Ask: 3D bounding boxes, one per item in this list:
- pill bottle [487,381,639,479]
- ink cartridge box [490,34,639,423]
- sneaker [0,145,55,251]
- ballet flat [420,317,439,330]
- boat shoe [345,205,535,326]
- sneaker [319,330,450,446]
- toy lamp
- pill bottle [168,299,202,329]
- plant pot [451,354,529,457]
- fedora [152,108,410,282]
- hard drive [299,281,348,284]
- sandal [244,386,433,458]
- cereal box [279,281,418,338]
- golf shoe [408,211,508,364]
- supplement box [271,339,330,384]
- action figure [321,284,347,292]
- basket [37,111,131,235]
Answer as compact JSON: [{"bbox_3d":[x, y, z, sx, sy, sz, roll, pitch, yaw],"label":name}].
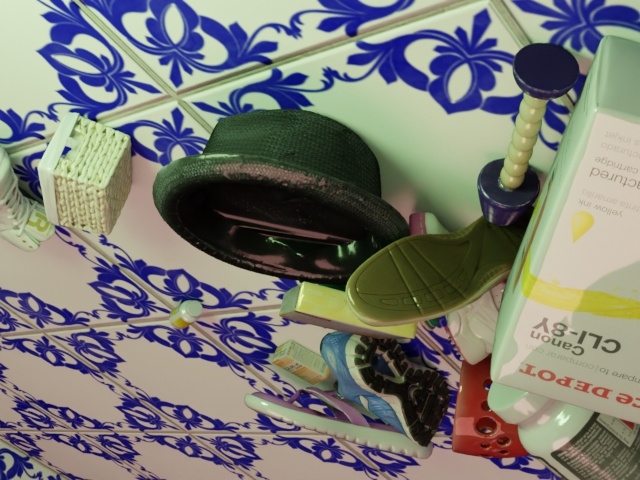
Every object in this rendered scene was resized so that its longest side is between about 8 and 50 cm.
[{"bbox_3d":[0.384,0.272,1.424,0.278,0.162,0.162,40,147,-9],"label":"pill bottle"},{"bbox_3d":[0.369,0.015,1.071,0.279,0.160,0.384,16,131,6],"label":"ink cartridge box"},{"bbox_3d":[-0.510,-0.068,1.670,0.169,0.108,0.292,29,159,-17],"label":"sneaker"},{"bbox_3d":[0.124,0.057,1.469,0.052,0.057,0.168,-14,105,35],"label":"ballet flat"},{"bbox_3d":[0.158,0.044,1.265,0.109,0.302,0.098,56,151,19],"label":"boat shoe"},{"bbox_3d":[0.115,0.255,1.804,0.147,0.129,0.330,9,148,47],"label":"sneaker"},{"bbox_3d":[0.231,-0.110,1.154,0.080,0.080,0.274,16,147,8],"label":"toy lamp"},{"bbox_3d":[-0.254,0.139,1.895,0.043,0.043,0.083,31,149,-18],"label":"pill bottle"},{"bbox_3d":[0.306,0.259,1.599,0.174,0.191,0.191,10,149,10],"label":"plant pot"},{"bbox_3d":[-0.042,-0.072,1.301,0.334,0.152,0.334,9,152,5],"label":"fedora"},{"bbox_3d":[0.000,0.000,1.459,0.094,0.022,0.135,1,112,29],"label":"hard drive"},{"bbox_3d":[0.039,0.345,2.007,0.416,0.102,0.169,20,168,-23],"label":"sandal"},{"bbox_3d":[0.037,0.108,1.482,0.173,0.047,0.240,14,172,-7],"label":"cereal box"},{"bbox_3d":[0.218,0.055,1.424,0.140,0.115,0.306,-17,136,18],"label":"golf shoe"},{"bbox_3d":[-0.036,0.236,1.924,0.098,0.036,0.062,30,148,-15],"label":"supplement box"},{"bbox_3d":[0.053,0.051,1.538,0.232,0.063,0.137,24,152,-13],"label":"action figure"},{"bbox_3d":[-0.349,-0.094,1.505,0.103,0.113,0.167,18,151,1],"label":"basket"}]
